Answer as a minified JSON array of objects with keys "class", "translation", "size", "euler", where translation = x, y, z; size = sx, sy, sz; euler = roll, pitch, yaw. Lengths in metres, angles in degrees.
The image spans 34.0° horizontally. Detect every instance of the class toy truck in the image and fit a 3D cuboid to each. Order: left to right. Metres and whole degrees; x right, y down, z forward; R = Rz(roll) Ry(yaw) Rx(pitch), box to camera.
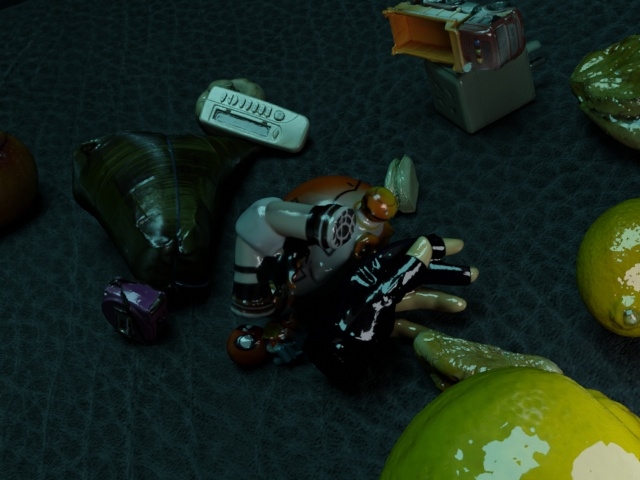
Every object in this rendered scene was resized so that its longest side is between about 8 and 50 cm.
[{"class":"toy truck","translation":[0.255,-0.400,2.004],"size":[0.135,0.114,0.270],"euler":[-38,39,-28]}]

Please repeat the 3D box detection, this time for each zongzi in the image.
[{"class":"zongzi","translation":[-0.219,-0.073,2.022],"size":[0.432,0.207,0.403],"euler":[-10,39,-30]}]

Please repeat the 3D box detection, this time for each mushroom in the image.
[{"class":"mushroom","translation":[-0.198,-0.297,2.312],"size":[0.166,0.127,0.166],"euler":[-7,38,6]}]

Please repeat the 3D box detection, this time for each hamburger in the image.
[{"class":"hamburger","translation":[0.150,-0.110,1.937],"size":[0.054,0.084,0.121],"euler":[-4,37,23]},{"class":"hamburger","translation":[0.606,-0.268,1.889],"size":[0.265,0.134,0.285],"euler":[-27,30,2]}]

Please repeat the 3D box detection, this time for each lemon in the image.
[{"class":"lemon","translation":[0.220,0.308,1.157],"size":[0.348,0.348,0.348],"euler":[-13,36,10]},{"class":"lemon","translation":[0.461,0.039,1.508],"size":[0.187,0.187,0.244],"euler":[5,45,30]}]

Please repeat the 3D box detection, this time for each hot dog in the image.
[{"class":"hot dog","translation":[0.232,0.194,1.501],"size":[0.242,0.084,0.073],"euler":[13,46,35]}]

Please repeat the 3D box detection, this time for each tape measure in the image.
[{"class":"tape measure","translation":[-0.325,0.119,1.828],"size":[0.118,0.125,0.074],"euler":[21,49,22]}]

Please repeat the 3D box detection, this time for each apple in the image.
[{"class":"apple","translation":[-0.756,-0.124,2.290],"size":[0.272,0.206,0.251],"euler":[-29,26,-17]}]

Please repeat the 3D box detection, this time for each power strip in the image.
[{"class":"power strip","translation":[0.343,-0.337,2.094],"size":[0.224,0.139,0.140],"euler":[-29,36,-12]}]

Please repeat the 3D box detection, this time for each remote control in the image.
[{"class":"remote control","translation":[-0.137,-0.252,2.210],"size":[0.230,0.049,0.090],"euler":[20,80,9]}]

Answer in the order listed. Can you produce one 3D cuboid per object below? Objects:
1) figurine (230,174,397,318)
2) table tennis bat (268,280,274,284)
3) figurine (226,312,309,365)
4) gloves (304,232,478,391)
[{"class":"figurine","translation":[-0.003,-0.004,1.723],"size":[0.320,0.196,0.323],"euler":[-40,-12,25]},{"class":"table tennis bat","translation":[-0.037,0.001,1.938],"size":[0.131,0.022,0.234],"euler":[9,47,35]},{"class":"figurine","translation":[-0.091,0.167,1.702],"size":[0.140,0.075,0.068],"euler":[-14,36,26]},{"class":"gloves","translation":[0.109,0.091,1.603],"size":[0.301,0.197,0.152],"euler":[-26,62,-14]}]
